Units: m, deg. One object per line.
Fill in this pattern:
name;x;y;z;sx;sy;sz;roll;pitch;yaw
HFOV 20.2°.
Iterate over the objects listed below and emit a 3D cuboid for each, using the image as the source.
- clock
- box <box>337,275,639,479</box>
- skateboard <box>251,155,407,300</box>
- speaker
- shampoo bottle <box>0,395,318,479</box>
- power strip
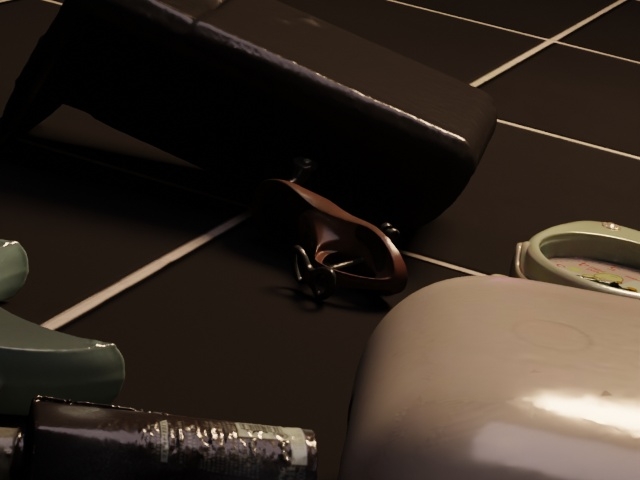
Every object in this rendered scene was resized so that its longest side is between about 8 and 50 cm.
clock;0.208;0.042;1.288;0.151;0.062;0.191;24;23;34
box;0.184;0.126;0.899;0.348;0.141;0.289;11;17;1
skateboard;0.000;0.000;1.311;0.080;0.067;0.151;-16;34;-36
speaker;-0.068;-0.095;1.460;0.388;0.184;0.180;24;21;4
shampoo bottle;-0.107;0.111;0.903;0.207;0.064;0.057;6;10;-13
power strip;-0.202;0.054;1.049;0.137;0.044;0.216;0;20;-28
